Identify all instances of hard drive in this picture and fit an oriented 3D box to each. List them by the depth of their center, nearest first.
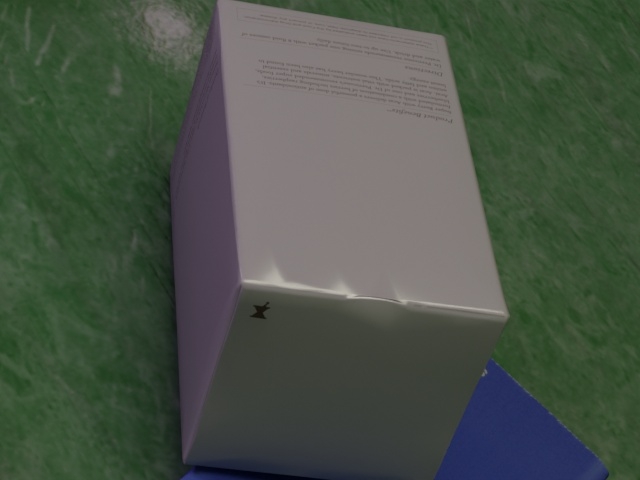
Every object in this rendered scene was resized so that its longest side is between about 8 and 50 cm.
[{"bbox_3d":[0.045,0.180,1.356,0.210,0.040,0.319,43,44,8],"label":"hard drive"}]

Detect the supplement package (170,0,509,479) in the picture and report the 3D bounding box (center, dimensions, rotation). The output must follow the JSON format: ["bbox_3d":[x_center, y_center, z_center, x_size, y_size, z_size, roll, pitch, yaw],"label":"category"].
[{"bbox_3d":[0.000,0.000,1.342,0.178,0.175,0.293,8,41,-13],"label":"supplement package"}]
